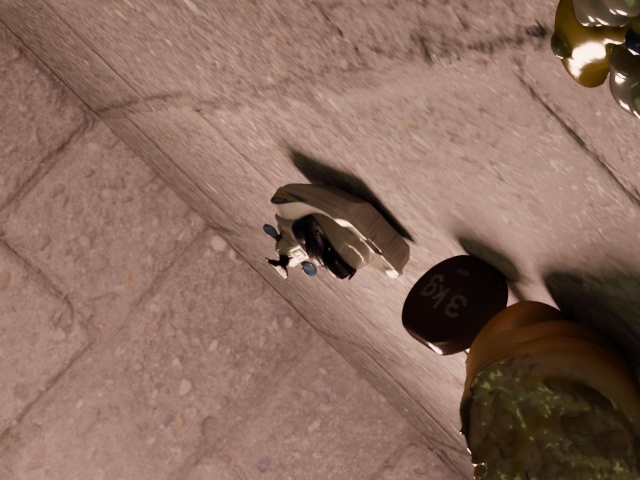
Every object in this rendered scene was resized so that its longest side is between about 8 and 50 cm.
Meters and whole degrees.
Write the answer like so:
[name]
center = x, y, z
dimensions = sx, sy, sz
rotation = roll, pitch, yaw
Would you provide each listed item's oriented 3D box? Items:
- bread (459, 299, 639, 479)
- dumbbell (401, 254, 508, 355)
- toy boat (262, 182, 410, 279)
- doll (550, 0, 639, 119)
[bread]
center = 0.280, 0.228, 1.895
dimensions = 0.270, 0.211, 0.316
rotation = -54, -48, -75
[dumbbell]
center = 0.207, 0.131, 2.107
dimensions = 0.225, 0.124, 0.140
rotation = 49, 170, -36
[toy boat]
center = 0.007, -0.004, 2.347
dimensions = 0.141, 0.141, 0.269
rotation = 47, 156, -26
[doll]
center = 0.236, -0.084, 1.015
dimensions = 0.237, 0.111, 0.252
rotation = 40, 162, 13
